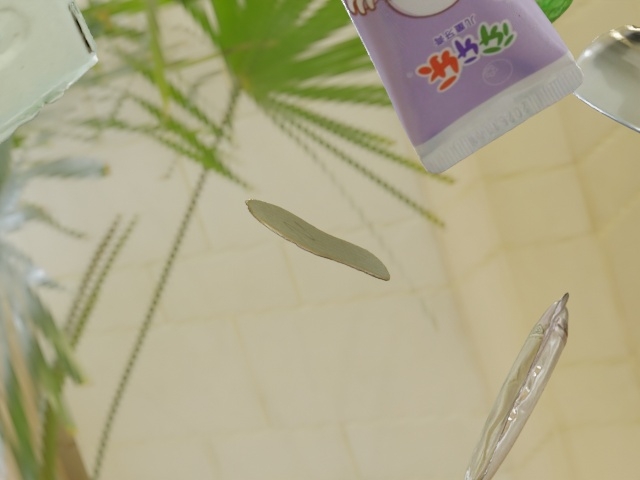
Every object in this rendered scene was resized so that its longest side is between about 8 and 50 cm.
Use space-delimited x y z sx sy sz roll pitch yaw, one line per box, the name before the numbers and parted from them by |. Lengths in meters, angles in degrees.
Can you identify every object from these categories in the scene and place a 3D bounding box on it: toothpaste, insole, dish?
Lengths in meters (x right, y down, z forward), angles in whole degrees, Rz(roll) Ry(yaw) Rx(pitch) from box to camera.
toothpaste | 0.039 -0.212 1.125 0.125 0.371 0.080 -31 31 3
insole | 0.000 0.000 1.693 0.004 0.188 0.064 -49 43 20
dish | 0.356 -0.141 1.497 0.273 0.134 0.273 19 14 -5

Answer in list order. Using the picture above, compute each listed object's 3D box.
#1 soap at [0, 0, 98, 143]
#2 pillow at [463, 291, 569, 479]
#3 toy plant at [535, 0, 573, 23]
soap | -0.155 -0.098 0.617 0.114 0.063 0.198 -37 -24 -9
pillow | 0.189 0.160 1.732 0.233 0.038 0.131 -61 -8 -15
toy plant | 0.104 -0.237 1.379 0.175 0.235 0.218 -6 33 41
